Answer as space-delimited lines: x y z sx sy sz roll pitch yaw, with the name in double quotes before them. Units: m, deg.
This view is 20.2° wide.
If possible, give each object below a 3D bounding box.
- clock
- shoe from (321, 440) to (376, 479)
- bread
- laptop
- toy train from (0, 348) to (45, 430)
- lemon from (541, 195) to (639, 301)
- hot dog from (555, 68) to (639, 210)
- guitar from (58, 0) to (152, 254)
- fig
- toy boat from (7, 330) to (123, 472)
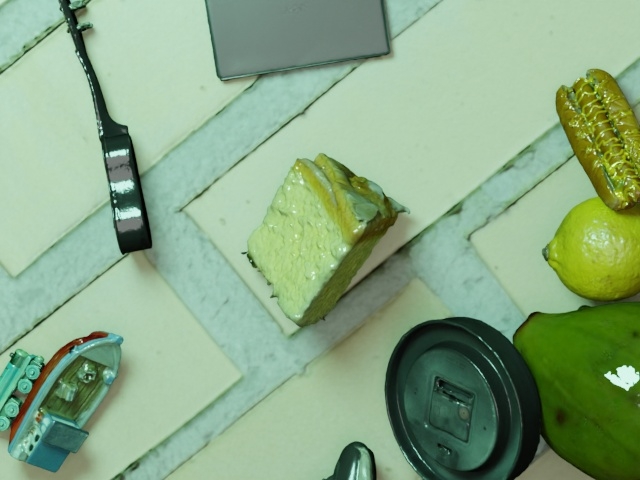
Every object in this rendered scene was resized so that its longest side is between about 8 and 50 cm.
"clock" 0.142 0.165 1.793 0.040 0.184 0.184 -13 100 -42
"shoe" -0.006 0.313 1.842 0.112 0.099 0.227 10 98 5
"bread" 0.000 0.000 1.777 0.127 0.152 0.147 33 104 -4
"laptop" -0.026 -0.237 1.808 0.180 0.016 0.129 -9 97 0
"toy train" -0.316 0.153 1.844 0.045 0.029 0.092 32 96 4
"lemon" 0.288 0.008 1.801 0.133 0.109 0.109 -2 97 -4
"hot dog" 0.285 -0.098 1.777 0.071 0.045 0.165 -28 54 10
"guitar" -0.213 -0.121 1.795 0.038 0.084 0.271 -14 91 -3
"fig" 0.298 0.137 1.780 0.225 0.203 0.203 39 95 14
"toy boat" -0.254 0.162 1.820 0.069 0.059 0.173 29 97 -41
